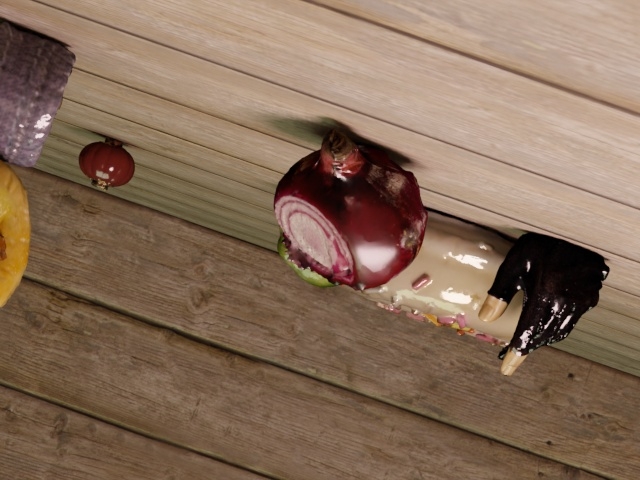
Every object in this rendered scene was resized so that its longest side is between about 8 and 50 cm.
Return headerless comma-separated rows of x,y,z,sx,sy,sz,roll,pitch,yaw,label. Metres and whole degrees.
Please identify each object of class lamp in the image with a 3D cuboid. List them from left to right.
-0.375,-0.134,2.149,0.101,0.090,0.101,18,174,2,lamp

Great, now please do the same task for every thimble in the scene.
-0.338,-0.158,1.349,0.097,0.150,0.150,20,176,-15,thimble

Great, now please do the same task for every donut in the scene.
0.179,0.053,1.786,0.382,0.142,0.382,20,176,1,donut

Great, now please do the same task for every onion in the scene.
0.040,-0.053,1.313,0.173,0.135,0.198,31,142,25,onion

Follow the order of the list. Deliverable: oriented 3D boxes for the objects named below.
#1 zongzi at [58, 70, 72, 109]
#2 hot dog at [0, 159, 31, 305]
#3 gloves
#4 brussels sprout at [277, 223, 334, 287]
-0.353,-0.187,1.581,0.187,0.084,0.184,10,-175,39,zongzi
-0.517,-0.021,1.257,0.405,0.185,0.223,3,174,3,hot dog
0.278,0.090,1.541,0.106,0.181,0.129,14,174,44,gloves
0.004,-0.002,1.945,0.117,0.155,0.155,-13,165,18,brussels sprout
